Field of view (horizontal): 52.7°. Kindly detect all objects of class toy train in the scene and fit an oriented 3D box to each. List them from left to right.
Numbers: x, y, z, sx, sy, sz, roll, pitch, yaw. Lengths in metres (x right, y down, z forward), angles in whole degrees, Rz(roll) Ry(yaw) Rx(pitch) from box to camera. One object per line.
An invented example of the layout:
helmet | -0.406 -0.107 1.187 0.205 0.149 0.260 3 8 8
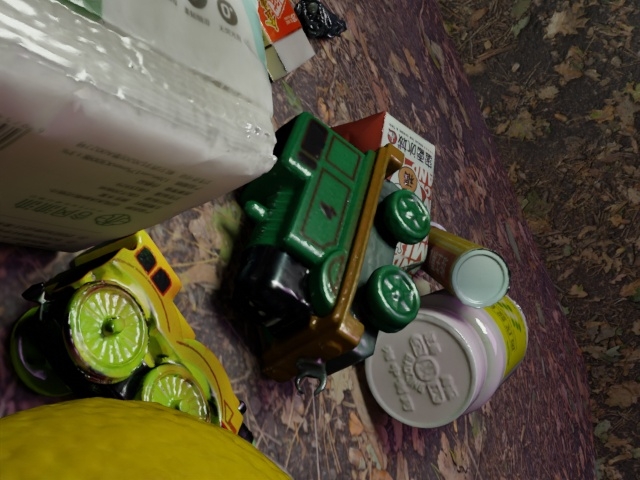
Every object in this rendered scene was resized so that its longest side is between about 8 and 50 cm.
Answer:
toy train | -0.150 0.139 0.598 0.296 0.101 0.160 61 27 -20
toy train | 0.000 0.000 0.876 0.249 0.178 0.429 36 46 -20

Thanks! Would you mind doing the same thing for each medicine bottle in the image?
medicine bottle | 0.232 0.031 1.172 0.426 0.108 0.108 -114 -177 -84
medicine bottle | 0.235 0.194 1.160 0.379 0.214 0.213 -5 78 -62

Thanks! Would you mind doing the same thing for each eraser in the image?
eraser | -0.096 -0.399 1.107 0.230 0.038 0.157 61 28 -18

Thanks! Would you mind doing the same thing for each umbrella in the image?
umbrella | 0.000 -0.429 1.273 0.080 0.071 0.224 59 19 -5

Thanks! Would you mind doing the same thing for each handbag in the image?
handbag | 0.089 -0.055 1.136 0.171 0.151 0.298 23 69 -43

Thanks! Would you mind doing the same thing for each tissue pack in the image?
tissue pack | -0.234 -0.124 0.424 0.356 0.266 0.193 17 59 -59

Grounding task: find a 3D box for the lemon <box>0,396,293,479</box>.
lemon | -0.136 0.239 0.337 0.336 0.336 0.335 40 40 -46
